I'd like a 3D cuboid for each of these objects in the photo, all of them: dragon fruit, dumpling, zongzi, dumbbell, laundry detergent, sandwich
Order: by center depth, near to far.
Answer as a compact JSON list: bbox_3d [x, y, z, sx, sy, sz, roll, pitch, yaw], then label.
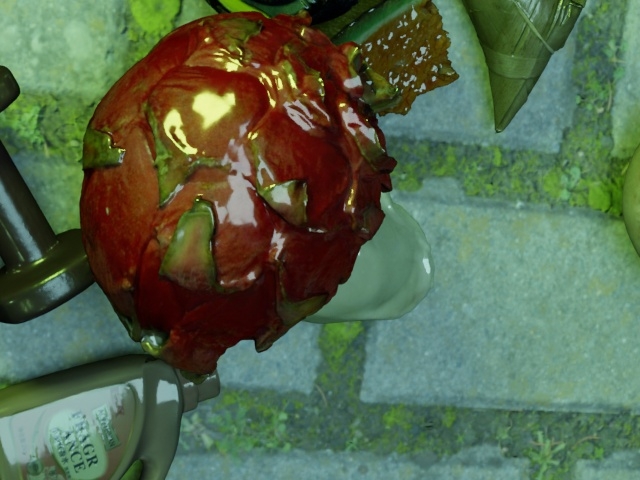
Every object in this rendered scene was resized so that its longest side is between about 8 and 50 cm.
[{"bbox_3d":[-0.080,-0.051,1.613,0.342,0.277,0.277,-46,111,-2],"label":"dragon fruit"},{"bbox_3d":[-0.298,-0.042,1.664,0.124,0.140,0.225,-36,110,-24],"label":"dumbbell"},{"bbox_3d":[-0.209,0.202,1.774,0.237,0.076,0.171,-14,104,-21],"label":"laundry detergent"},{"bbox_3d":[0.000,0.000,1.795,0.250,0.132,0.162,16,102,-8],"label":"dumpling"},{"bbox_3d":[0.032,-0.186,1.797,0.185,0.109,0.160,-42,130,-12],"label":"sandwich"},{"bbox_3d":[0.161,-0.226,1.855,0.189,0.081,0.178,29,97,-17],"label":"zongzi"}]

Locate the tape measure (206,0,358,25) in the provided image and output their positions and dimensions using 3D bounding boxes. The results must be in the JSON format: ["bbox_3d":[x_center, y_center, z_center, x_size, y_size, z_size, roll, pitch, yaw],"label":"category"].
[{"bbox_3d":[-0.033,-0.286,1.690,0.112,0.199,0.186,-19,76,-57],"label":"tape measure"}]

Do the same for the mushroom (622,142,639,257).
[{"bbox_3d":[0.437,-0.045,1.932,0.226,0.178,0.226,-5,100,-31],"label":"mushroom"}]
